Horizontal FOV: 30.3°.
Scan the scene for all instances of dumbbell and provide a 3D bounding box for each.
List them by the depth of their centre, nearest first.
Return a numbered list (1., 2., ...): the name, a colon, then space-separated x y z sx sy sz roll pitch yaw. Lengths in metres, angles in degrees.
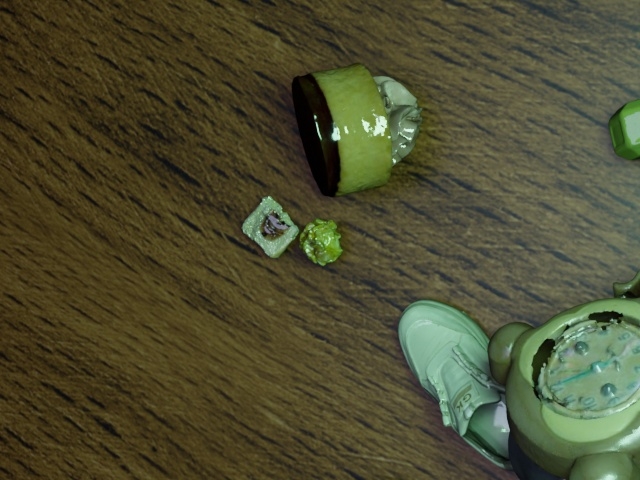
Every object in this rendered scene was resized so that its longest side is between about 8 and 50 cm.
1. dumbbell: 0.469 -0.044 1.572 0.108 0.121 0.302 -11 85 -5

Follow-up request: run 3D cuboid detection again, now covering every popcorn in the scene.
1. popcorn: -0.002 0.002 1.807 0.059 0.068 0.083 -14 52 -18

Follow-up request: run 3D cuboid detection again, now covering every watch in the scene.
1. watch: 0.408 0.240 1.465 0.335 0.327 0.314 -32 36 2

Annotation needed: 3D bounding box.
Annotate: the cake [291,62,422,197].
1. cake: 0.066 -0.167 1.714 0.178 0.208 0.185 -16 81 -5

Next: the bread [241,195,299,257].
1. bread: -0.078 -0.019 1.852 0.083 0.035 0.070 48 108 14

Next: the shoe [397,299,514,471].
1. shoe: 0.212 0.214 1.658 0.316 0.159 0.124 43 107 15
